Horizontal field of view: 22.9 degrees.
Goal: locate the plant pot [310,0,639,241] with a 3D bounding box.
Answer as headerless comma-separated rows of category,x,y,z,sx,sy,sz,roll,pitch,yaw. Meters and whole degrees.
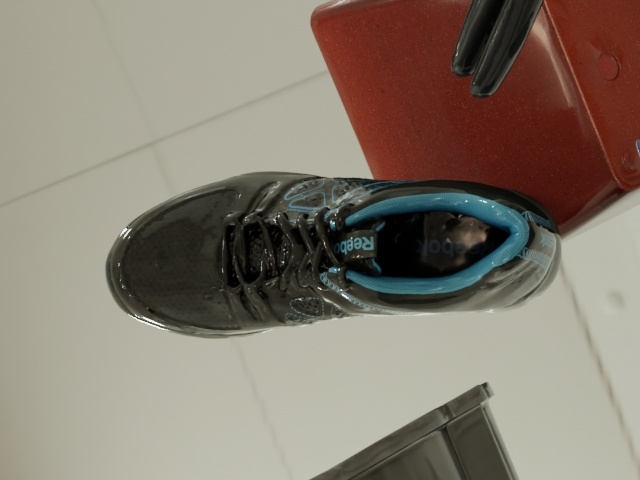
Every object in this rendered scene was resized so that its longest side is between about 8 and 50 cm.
plant pot,0.198,-0.129,1.270,0.267,0.235,0.267,-25,-86,-31

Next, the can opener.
can opener,0.122,-0.170,0.952,0.073,0.186,0.059,4,-138,-22

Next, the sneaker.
sneaker,0.000,0.000,1.143,0.139,0.340,0.125,28,-123,-78

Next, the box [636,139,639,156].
box,0.285,0.011,1.026,0.225,0.036,0.136,17,-129,-51

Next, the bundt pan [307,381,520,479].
bundt pan,-0.030,0.203,0.759,0.331,0.331,0.124,-21,-102,-47
